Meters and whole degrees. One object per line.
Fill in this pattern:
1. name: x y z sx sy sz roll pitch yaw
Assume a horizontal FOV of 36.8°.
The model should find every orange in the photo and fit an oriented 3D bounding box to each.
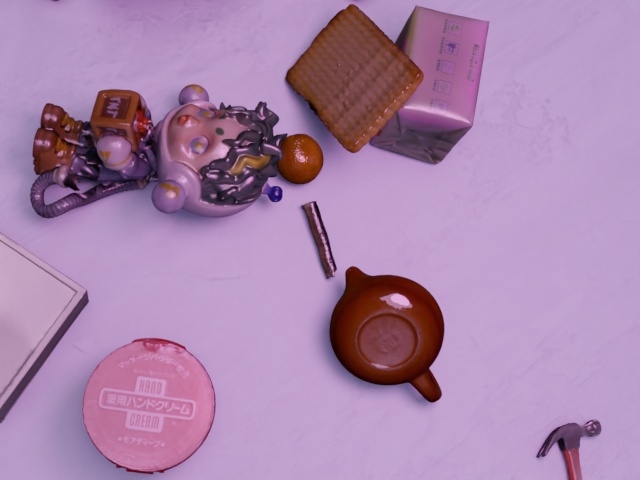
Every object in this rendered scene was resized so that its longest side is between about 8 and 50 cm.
1. orange: -0.034 -0.133 1.569 0.085 0.085 0.085 3 76 -11

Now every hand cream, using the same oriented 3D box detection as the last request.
1. hand cream: -0.251 0.244 1.406 0.193 0.125 0.193 3 76 -12

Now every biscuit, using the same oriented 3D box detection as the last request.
1. biscuit: 0.051 -0.263 1.542 0.172 0.029 0.254 -47 46 13

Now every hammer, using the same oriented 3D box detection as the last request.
1. hammer: 0.422 0.439 1.545 0.111 0.033 0.287 -6 78 -14

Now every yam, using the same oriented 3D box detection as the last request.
1. yam: 0.000 0.000 1.571 0.027 0.033 0.129 -11 82 -42

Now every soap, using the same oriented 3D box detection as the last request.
1. soap: 0.179 -0.254 1.587 0.139 0.182 0.199 15 73 -7

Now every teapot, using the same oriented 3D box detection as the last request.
1. teapot: 0.117 0.148 1.514 0.178 0.135 0.252 -32 105 16

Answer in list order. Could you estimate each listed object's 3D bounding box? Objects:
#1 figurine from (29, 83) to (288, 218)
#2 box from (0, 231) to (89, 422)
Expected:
1. figurine: -0.239 -0.144 1.478 0.382 0.186 0.261 9 64 -4
2. box: -0.495 0.111 1.392 0.225 0.117 0.225 34 73 -3
